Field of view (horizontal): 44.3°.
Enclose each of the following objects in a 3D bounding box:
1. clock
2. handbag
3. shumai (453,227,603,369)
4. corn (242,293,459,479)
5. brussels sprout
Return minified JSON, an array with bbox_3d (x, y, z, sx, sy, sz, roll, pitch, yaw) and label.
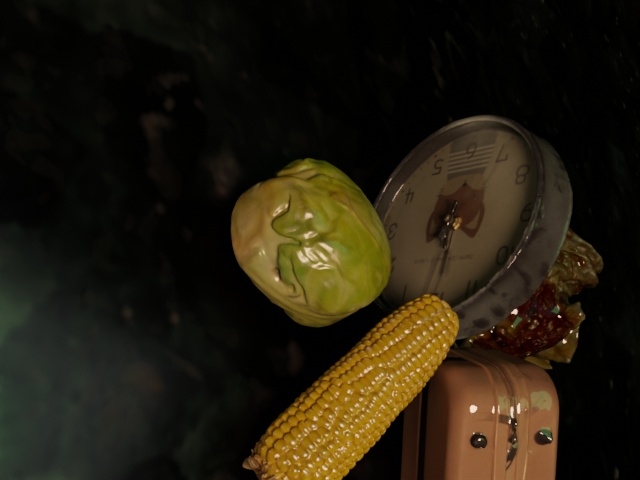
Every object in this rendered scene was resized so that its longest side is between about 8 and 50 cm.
[{"bbox_3d":[0.188,-0.023,1.082,0.067,0.325,0.325,30,54,-33],"label":"clock"},{"bbox_3d":[0.189,0.284,1.034,0.149,0.283,0.301,-1,98,-10],"label":"handbag"},{"bbox_3d":[0.262,0.086,1.252,0.330,0.292,0.288,33,88,-30],"label":"shumai"},{"bbox_3d":[0.048,0.184,0.920,0.305,0.106,0.106,-41,110,-17],"label":"corn"},{"bbox_3d":[0.000,0.000,0.978,0.223,0.161,0.223,21,64,-51],"label":"brussels sprout"}]
